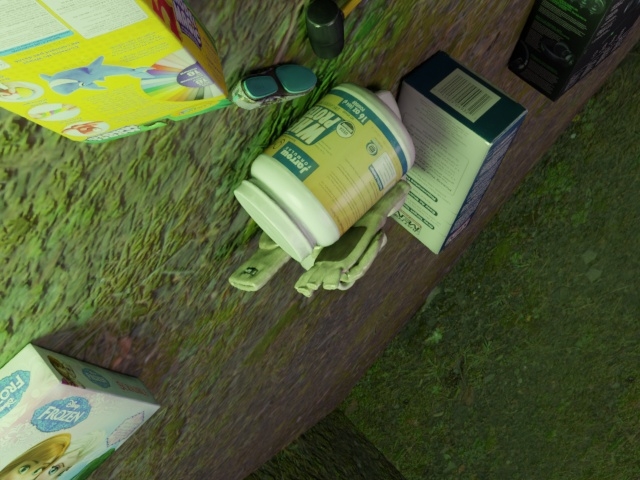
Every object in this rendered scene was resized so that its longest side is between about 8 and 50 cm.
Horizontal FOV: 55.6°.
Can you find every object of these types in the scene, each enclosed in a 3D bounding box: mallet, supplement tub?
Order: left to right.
[{"bbox_3d":[0.005,-0.084,0.766,0.200,0.144,0.144,-44,162,-10],"label":"supplement tub"},{"bbox_3d":[0.055,-0.274,0.666,0.189,0.039,0.062,-46,162,-17],"label":"mallet"}]

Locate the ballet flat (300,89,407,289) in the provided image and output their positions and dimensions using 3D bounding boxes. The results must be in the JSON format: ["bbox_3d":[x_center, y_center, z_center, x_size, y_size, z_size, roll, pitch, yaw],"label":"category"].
[{"bbox_3d":[0.070,-0.059,0.990,0.139,0.139,0.400,-32,157,-37],"label":"ballet flat"}]

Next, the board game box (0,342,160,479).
[{"bbox_3d":[-0.396,0.292,0.783,0.318,0.066,0.318,-44,162,-9],"label":"board game box"}]

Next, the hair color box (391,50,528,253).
[{"bbox_3d":[0.208,-0.137,1.063,0.105,0.174,0.347,-41,161,-23],"label":"hair color box"}]

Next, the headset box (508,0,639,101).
[{"bbox_3d":[0.525,-0.456,1.170,0.246,0.131,0.283,-39,160,-20],"label":"headset box"}]

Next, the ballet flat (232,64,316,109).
[{"bbox_3d":[-0.053,-0.165,0.656,0.114,0.041,0.041,-27,153,-45],"label":"ballet flat"}]

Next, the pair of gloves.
[{"bbox_3d":[0.000,0.000,0.847,0.240,0.042,0.204,-4,-138,46],"label":"pair of gloves"}]

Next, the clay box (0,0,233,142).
[{"bbox_3d":[-0.144,-0.120,0.383,0.128,0.053,0.222,-14,175,5],"label":"clay box"}]
